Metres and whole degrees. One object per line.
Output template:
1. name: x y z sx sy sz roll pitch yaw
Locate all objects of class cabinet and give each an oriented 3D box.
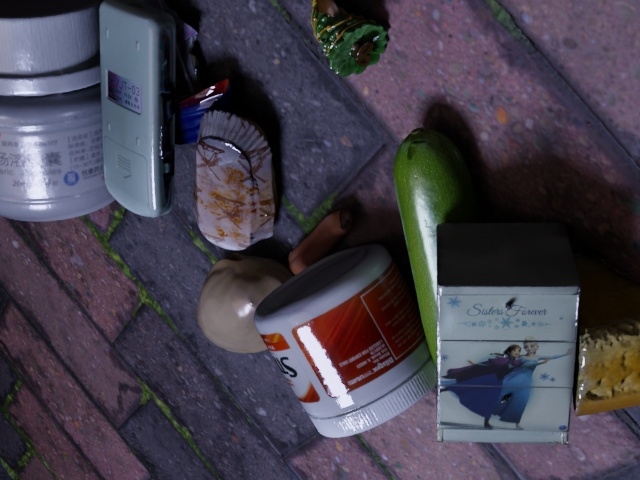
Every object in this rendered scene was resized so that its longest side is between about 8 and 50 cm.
1. cabinet: 0.200 0.105 1.196 0.145 0.150 0.206 0 117 5

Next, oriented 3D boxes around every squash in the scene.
1. squash: 0.159 0.041 1.304 0.101 0.101 0.378 11 122 42

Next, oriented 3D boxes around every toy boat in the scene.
1. toy boat: -0.237 -0.267 1.516 0.318 0.072 0.219 55 141 3

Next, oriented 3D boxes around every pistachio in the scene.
1. pistachio: -0.115 0.096 1.621 0.152 0.126 0.223 57 145 -2

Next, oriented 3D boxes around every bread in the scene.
1. bread: 0.338 0.094 1.193 0.160 0.169 0.140 -106 8 -56

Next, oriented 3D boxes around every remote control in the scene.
1. remote control: -0.249 -0.177 1.488 0.140 0.056 0.296 29 126 41

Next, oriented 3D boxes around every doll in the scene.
1. doll: 0.012 -0.241 1.254 0.113 0.077 0.078 36 149 23

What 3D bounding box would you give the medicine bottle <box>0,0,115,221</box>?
1. medicine bottle: -0.412 -0.208 1.602 0.245 0.245 0.306 21 123 36

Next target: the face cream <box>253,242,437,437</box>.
1. face cream: 0.038 0.127 1.417 0.201 0.201 0.187 -17 106 52

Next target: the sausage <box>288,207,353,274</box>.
1. sausage: 0.001 0.001 1.484 0.040 0.047 0.177 48 145 2

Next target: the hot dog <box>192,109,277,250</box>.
1. hot dog: -0.121 -0.080 1.504 0.131 0.069 0.252 15 142 9
